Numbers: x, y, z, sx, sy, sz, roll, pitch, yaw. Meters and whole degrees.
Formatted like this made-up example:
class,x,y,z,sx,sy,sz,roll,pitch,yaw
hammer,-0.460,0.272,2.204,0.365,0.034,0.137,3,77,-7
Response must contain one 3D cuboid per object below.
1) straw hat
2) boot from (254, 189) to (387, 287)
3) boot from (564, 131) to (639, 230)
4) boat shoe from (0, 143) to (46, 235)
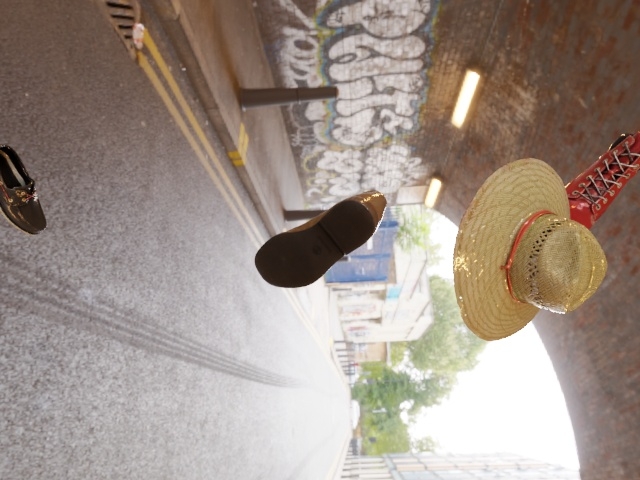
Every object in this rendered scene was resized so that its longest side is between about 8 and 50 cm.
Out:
class,x,y,z,sx,sy,sz,roll,pitch,yaw
straw hat,0.165,0.016,0.325,0.061,0.144,0.145,25,-56,57
boot,0.000,0.000,0.855,0.112,0.305,0.115,56,36,-7
boot,0.438,-0.086,0.720,0.244,0.088,0.176,-34,161,-38
boat shoe,-0.421,-0.068,0.631,0.049,0.042,0.133,-64,140,-60
